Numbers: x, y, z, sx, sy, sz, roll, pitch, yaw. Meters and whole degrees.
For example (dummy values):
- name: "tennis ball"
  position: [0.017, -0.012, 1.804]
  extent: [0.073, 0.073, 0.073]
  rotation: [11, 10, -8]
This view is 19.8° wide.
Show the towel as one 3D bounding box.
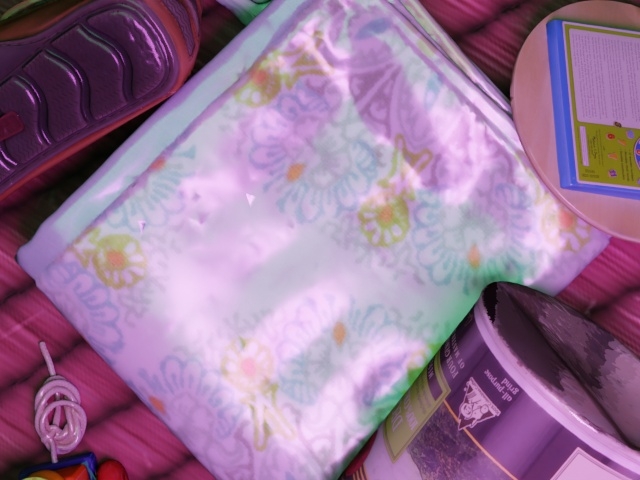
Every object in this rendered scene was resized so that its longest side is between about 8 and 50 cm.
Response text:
- name: "towel"
  position: [0.000, 0.000, 1.431]
  extent: [0.374, 0.090, 0.320]
  rotation: [-43, 88, 0]

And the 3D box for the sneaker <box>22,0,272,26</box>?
- name: "sneaker"
  position: [-0.114, -0.217, 1.479]
  extent: [0.256, 0.094, 0.151]
  rotation: [-28, 85, 3]

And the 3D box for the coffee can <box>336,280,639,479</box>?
- name: "coffee can"
  position: [0.117, 0.197, 1.318]
  extent: [0.201, 0.201, 0.275]
  rotation: [39, 109, 8]

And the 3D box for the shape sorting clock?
- name: "shape sorting clock"
  position: [0.239, -0.092, 1.423]
  extent: [0.206, 0.040, 0.206]
  rotation: [7, 65, -17]

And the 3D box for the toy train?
- name: "toy train"
  position: [-0.210, 0.197, 1.416]
  extent: [0.105, 0.143, 0.248]
  rotation: [-14, 83, 3]

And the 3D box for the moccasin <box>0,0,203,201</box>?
- name: "moccasin"
  position: [-0.263, -0.114, 1.456]
  extent: [0.380, 0.147, 0.139]
  rotation: [-30, 106, 21]
